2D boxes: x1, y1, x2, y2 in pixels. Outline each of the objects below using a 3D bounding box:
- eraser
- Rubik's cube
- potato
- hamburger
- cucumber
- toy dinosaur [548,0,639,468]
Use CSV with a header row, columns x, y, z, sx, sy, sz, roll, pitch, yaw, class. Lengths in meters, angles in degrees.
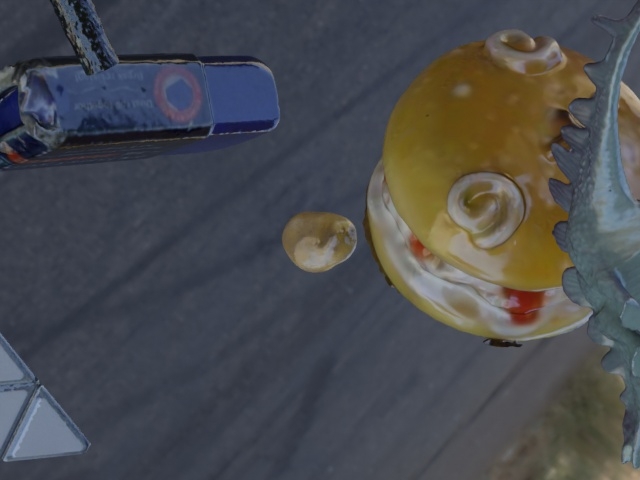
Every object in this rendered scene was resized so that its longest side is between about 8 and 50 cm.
x,y,z,sx,sy,sz,roll,pitch,yaw,class
-0.215,-0.141,1.546,0.332,0.101,0.155,-7,175,-42,eraser
-0.425,0.145,1.614,0.233,0.228,0.228,-19,161,37,Rubik's cube
0.000,0.000,1.536,0.062,0.083,0.068,-43,115,-33,potato
0.199,-0.045,1.279,0.261,0.303,0.186,-59,176,-28,hamburger
-0.197,-0.193,1.103,0.032,0.032,0.133,-37,114,-32,cucumber
0.117,-0.005,0.555,0.039,0.082,0.209,-11,116,-15,toy dinosaur
